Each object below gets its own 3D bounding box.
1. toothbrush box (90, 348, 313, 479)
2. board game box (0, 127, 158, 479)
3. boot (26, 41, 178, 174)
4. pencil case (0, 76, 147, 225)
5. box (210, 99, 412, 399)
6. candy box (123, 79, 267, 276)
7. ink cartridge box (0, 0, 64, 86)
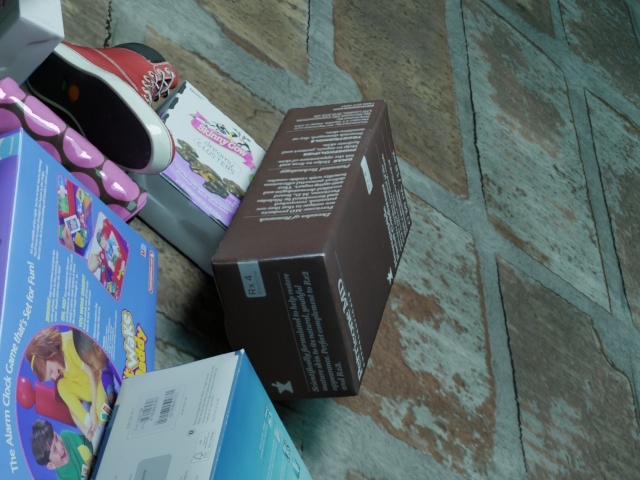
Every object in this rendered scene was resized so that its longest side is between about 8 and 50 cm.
[{"bbox_3d":[-0.081,0.281,1.287,0.216,0.126,0.295,-80,149,-52],"label":"toothbrush box"},{"bbox_3d":[-0.241,0.108,1.299,0.233,0.078,0.347,47,33,-48],"label":"board game box"},{"bbox_3d":[-0.202,-0.160,1.682,0.176,0.088,0.244,-8,38,-44],"label":"boot"},{"bbox_3d":[-0.289,-0.076,1.561,0.209,0.098,0.095,39,-12,-16],"label":"pencil case"},{"bbox_3d":[0.000,0.000,1.725,0.381,0.143,0.191,-66,148,-55],"label":"box"},{"bbox_3d":[-0.146,-0.077,1.759,0.165,0.070,0.196,40,32,-15],"label":"candy box"},{"bbox_3d":[-0.352,-0.273,1.676,0.062,0.104,0.181,24,39,-38],"label":"ink cartridge box"}]
